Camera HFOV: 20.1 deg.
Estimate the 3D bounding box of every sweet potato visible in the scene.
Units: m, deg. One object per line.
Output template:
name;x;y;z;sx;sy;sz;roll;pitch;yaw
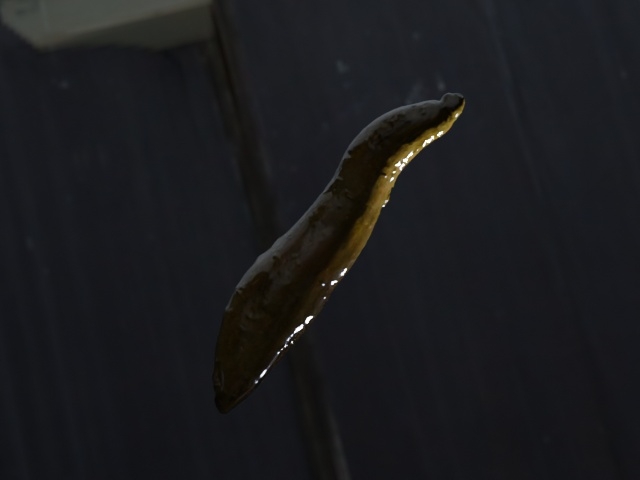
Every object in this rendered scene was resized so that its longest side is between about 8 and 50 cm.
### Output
sweet potato;0.000;0.000;0.520;0.115;0.026;0.026;-55;151;6
